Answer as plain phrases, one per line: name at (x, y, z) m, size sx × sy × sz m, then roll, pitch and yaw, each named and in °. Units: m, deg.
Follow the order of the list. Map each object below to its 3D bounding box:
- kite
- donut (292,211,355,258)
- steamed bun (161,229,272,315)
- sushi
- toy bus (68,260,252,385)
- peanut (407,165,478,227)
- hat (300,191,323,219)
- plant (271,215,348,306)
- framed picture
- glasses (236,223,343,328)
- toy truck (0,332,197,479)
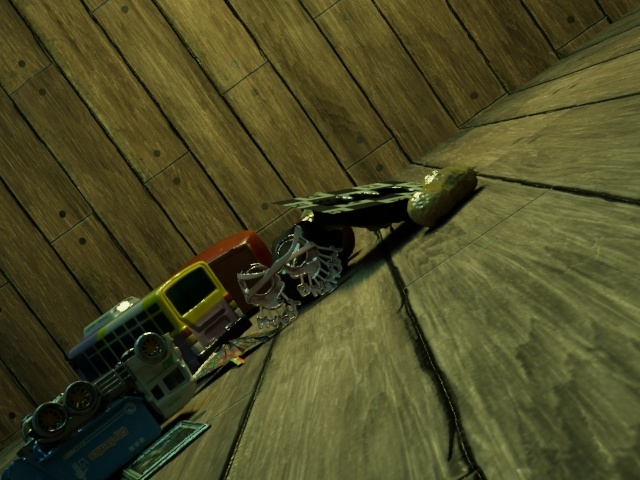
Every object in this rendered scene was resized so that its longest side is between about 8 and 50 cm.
kite at (-0.198, 0.250, 1.598) m, size 0.241 × 0.014 × 0.183 m, roll -31°, pitch 13°, yaw -16°
donut at (0.000, 0.000, 1.934) m, size 0.184 × 0.166 × 0.073 m, roll -22°, pitch -10°, yaw -4°
steamed bun at (-0.304, 0.139, 2.264) m, size 0.379 × 0.235 × 0.248 m, roll -35°, pitch 7°, yaw 2°
sushi at (0.113, -0.058, 1.756) m, size 0.373 × 0.100 × 0.296 m, roll -13°, pitch 13°, yaw -30°
toy bus at (-0.412, 0.248, 1.832) m, size 0.440 × 0.249 × 0.209 m, roll -32°, pitch 6°, yaw 36°
peanut at (0.256, -0.096, 1.584) m, size 0.214 × 0.099 × 0.099 m, roll -46°, pitch 10°, yaw -37°
hat at (0.023, -0.007, 2.118) m, size 0.110 × 0.252 × 0.252 m, roll 8°, pitch -14°, yaw -21°
plant at (-0.032, 0.045, 1.785) m, size 0.142 × 0.164 × 0.256 m, roll -32°, pitch 17°, yaw 39°
framed picture at (-0.259, 0.344, 1.233) m, size 0.142 × 0.011 × 0.183 m, roll -37°, pitch 5°, yaw -25°
glasses at (-0.061, 0.075, 1.610) m, size 0.255 × 0.162 × 0.095 m, roll -39°, pitch -9°, yaw -14°
toy truck at (-0.393, 0.322, 1.342) m, size 0.367 × 0.175 × 0.146 m, roll -37°, pitch 0°, yaw -35°
